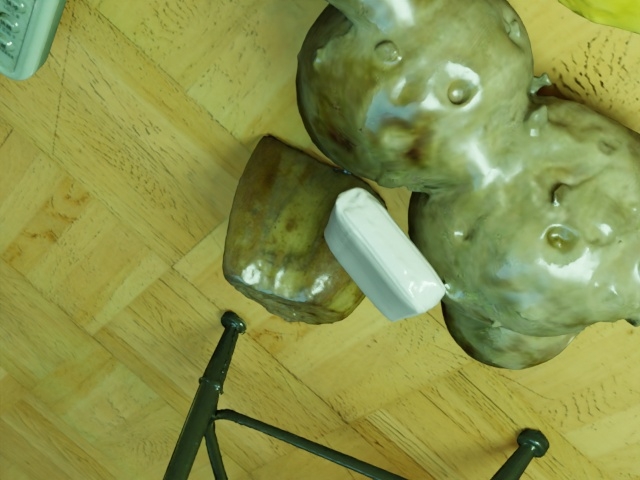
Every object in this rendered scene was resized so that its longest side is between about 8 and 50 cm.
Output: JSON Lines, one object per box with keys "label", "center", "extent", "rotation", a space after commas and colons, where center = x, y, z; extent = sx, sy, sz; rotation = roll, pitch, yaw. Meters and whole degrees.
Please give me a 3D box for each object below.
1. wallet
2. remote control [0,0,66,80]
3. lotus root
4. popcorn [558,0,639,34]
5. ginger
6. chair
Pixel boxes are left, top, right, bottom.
{"label": "wallet", "center": [0.040, 0.013, 0.957], "extent": [0.095, 0.033, 0.190], "rotation": [53, 174, 5]}
{"label": "remote control", "center": [-0.247, -0.260, 1.139], "extent": [0.128, 0.065, 0.335], "rotation": [39, 146, 0]}
{"label": "lotus root", "center": [-0.003, 0.003, 1.200], "extent": [0.095, 0.135, 0.159], "rotation": [-12, 136, 47]}
{"label": "popcorn", "center": [0.188, -0.226, 0.596], "extent": [0.281, 0.297, 0.316], "rotation": [57, 170, -23]}
{"label": "ginger", "center": [0.099, -0.060, 0.980], "extent": [0.375, 0.176, 0.256], "rotation": [51, 159, -20]}
{"label": "chair", "center": [-0.030, 0.379, 1.396], "extent": [0.365, 0.410, 0.361], "rotation": [21, 143, 23]}
